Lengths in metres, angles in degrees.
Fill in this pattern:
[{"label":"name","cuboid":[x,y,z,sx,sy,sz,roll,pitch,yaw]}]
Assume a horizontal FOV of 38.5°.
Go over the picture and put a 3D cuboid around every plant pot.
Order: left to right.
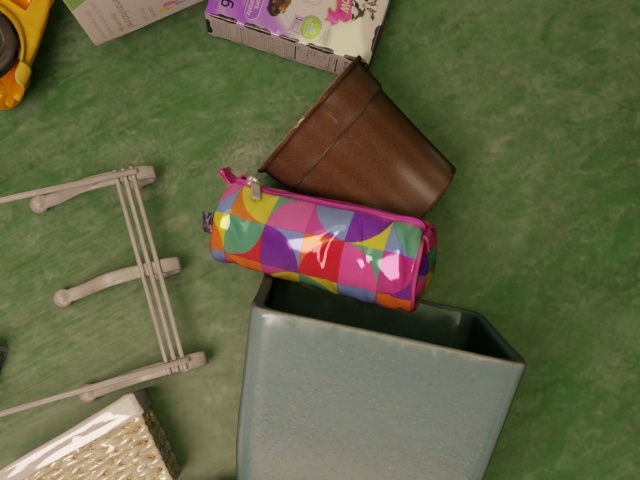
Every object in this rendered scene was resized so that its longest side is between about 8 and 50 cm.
[{"label":"plant pot","cuboid":[0.035,0.188,0.918,0.248,0.247,0.252,12,96,-1]},{"label":"plant pot","cuboid":[0.046,-0.084,0.999,0.165,0.167,0.167,42,82,-4]}]

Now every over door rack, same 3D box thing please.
[{"label":"over door rack","cuboid":[-0.302,0.061,0.954,0.324,0.108,0.239,-13,82,-30]}]

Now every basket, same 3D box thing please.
[{"label":"basket","cuboid":[-0.236,0.240,0.953,0.167,0.113,0.103,-30,87,-7]}]

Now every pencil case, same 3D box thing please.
[{"label":"pencil case","cuboid":[0.000,0.000,0.927,0.236,0.104,0.104,15,81,14]}]

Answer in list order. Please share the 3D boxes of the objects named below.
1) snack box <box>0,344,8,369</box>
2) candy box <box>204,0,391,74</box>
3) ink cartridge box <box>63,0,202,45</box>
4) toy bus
[{"label":"snack box","cuboid":[-0.379,0.195,0.975,0.022,0.064,0.178,17,81,0]},{"label":"candy box","cuboid":[-0.015,-0.295,1.064,0.196,0.070,0.164,17,81,0]},{"label":"ink cartridge box","cuboid":[-0.113,-0.351,0.929,0.353,0.207,0.119,-24,79,-2]},{"label":"toy bus","cuboid":[-0.392,-0.275,0.978,0.220,0.149,0.211,27,75,-27]}]
